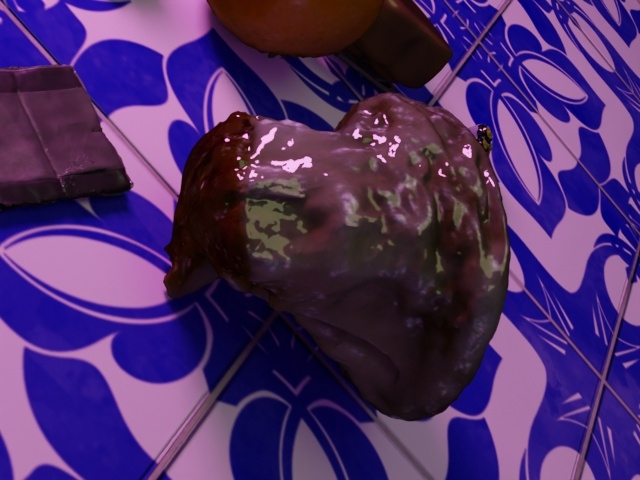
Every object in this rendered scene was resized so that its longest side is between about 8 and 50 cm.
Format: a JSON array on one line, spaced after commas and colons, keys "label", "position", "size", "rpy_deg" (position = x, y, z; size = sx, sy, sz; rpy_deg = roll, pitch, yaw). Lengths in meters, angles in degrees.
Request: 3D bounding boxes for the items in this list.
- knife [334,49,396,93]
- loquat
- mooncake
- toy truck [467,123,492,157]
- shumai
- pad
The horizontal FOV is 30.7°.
[{"label": "knife", "position": [0.013, -0.308, 1.785], "size": [0.293, 0.020, 0.043], "rpy_deg": [34, 34, -28]}, {"label": "loquat", "position": [-0.030, -0.371, 1.580], "size": [0.263, 0.263, 0.263], "rpy_deg": [31, 41, -30]}, {"label": "mooncake", "position": [0.088, -0.344, 1.803], "size": [0.235, 0.117, 0.235], "rpy_deg": [41, 16, -15]}, {"label": "toy truck", "position": [0.242, -0.131, 1.867], "size": [0.077, 0.076, 0.111], "rpy_deg": [60, 30, -28]}, {"label": "shumai", "position": [0.000, 0.000, 1.292], "size": [0.323, 0.324, 0.397], "rpy_deg": [8, 49, -29]}, {"label": "pad", "position": [-0.315, -0.113, 1.224], "size": [0.233, 0.022, 0.174], "rpy_deg": [-13, 71, -53]}]
